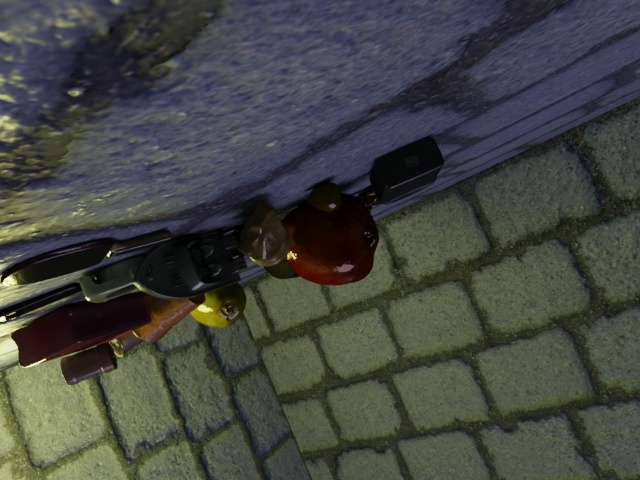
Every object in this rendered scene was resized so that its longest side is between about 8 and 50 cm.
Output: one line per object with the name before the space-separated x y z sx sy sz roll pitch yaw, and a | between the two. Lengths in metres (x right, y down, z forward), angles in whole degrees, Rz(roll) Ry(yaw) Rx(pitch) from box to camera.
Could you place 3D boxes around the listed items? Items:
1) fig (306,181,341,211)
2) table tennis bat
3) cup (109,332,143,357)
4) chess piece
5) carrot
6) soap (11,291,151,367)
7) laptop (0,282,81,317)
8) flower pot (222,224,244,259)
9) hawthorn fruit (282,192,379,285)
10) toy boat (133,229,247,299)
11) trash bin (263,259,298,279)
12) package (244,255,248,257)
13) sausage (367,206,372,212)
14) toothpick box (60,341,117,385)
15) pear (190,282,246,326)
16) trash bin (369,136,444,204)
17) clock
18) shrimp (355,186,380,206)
fig | 0.009 -0.107 1.259 0.088 0.074 0.074 -8 -179 17
table tennis bat | -0.418 0.028 0.940 0.301 0.022 0.173 -19 174 -37
cup | -0.707 0.305 2.024 0.288 0.203 0.203 -27 180 -37
chess piece | -0.139 -0.017 1.221 0.137 0.137 0.301 -23 173 -4
carrot | -0.566 0.227 1.852 0.254 0.196 0.196 -39 172 17
soap | -0.746 0.273 1.630 0.233 0.128 0.359 -24 175 16
laptop | -0.664 0.149 1.207 0.197 0.016 0.135 -22 177 -16
flower pot | -0.286 0.041 1.437 0.179 0.084 0.251 -22 176 -16
hawthorn fruit | 0.000 0.000 1.478 0.330 0.287 0.287 -5 -176 24
toy boat | -0.301 0.061 1.182 0.092 0.141 0.319 -24 176 32
trash bin | -0.046 0.036 1.862 0.214 0.214 0.334 -26 172 35
package | -0.252 0.039 2.042 0.171 0.027 0.173 -23 180 -6
sausage | 0.104 -0.099 1.851 0.103 0.076 0.302 -17 180 23
toothpick box | -0.760 0.405 1.677 0.149 0.098 0.098 -19 175 -14
pear | -0.480 0.273 2.341 0.269 0.269 0.321 -22 -166 -20
trash bin | 0.224 -0.178 1.344 0.177 0.101 0.236 -22 174 2
clock | -0.457 0.085 1.202 0.191 0.062 0.151 -23 176 -17
shrimp | 0.203 -0.161 1.698 0.287 0.063 0.152 -25 175 -26
